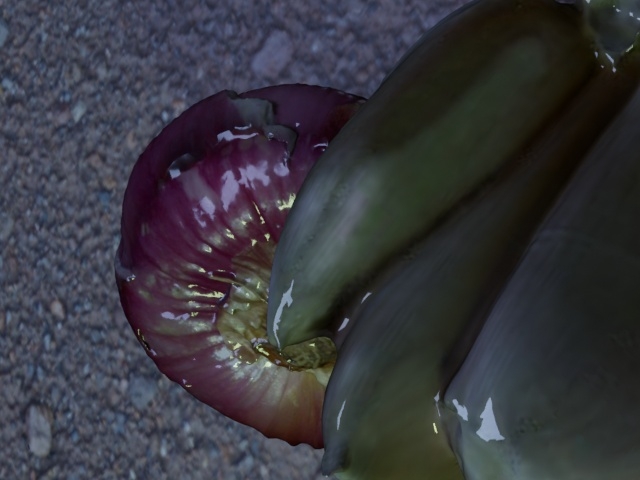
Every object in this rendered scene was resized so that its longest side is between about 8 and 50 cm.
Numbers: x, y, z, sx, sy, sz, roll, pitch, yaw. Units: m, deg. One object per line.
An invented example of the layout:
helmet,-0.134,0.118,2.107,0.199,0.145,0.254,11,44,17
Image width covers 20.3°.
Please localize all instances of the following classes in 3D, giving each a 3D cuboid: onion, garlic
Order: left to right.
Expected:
onion,0.000,0.000,1.027,0.230,0.230,0.163,-38,23,36
garlic,0.133,0.016,0.856,0.279,0.132,0.325,27,71,16
